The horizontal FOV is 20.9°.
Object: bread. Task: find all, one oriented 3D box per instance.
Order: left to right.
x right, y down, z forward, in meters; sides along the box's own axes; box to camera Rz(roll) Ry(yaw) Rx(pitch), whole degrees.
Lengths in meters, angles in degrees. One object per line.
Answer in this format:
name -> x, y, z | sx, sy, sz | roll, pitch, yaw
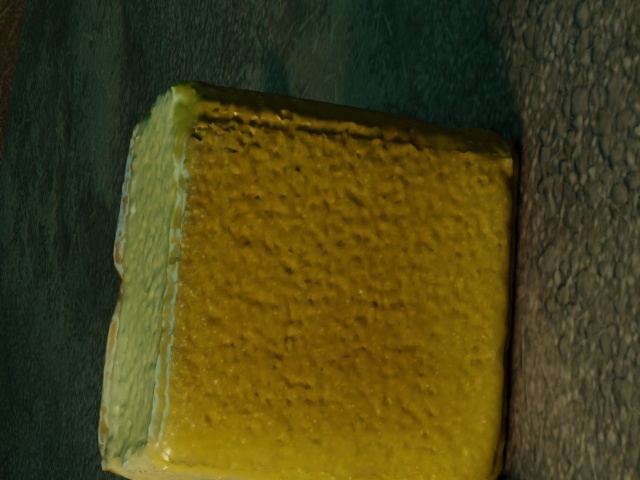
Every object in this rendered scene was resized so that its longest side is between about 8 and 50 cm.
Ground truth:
bread -> -0.001, 0.051, 1.445 | 0.143, 0.333, 0.323 | 172, 105, -65
